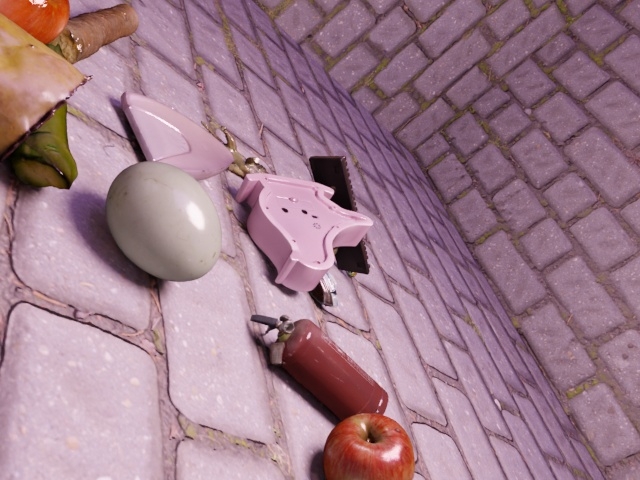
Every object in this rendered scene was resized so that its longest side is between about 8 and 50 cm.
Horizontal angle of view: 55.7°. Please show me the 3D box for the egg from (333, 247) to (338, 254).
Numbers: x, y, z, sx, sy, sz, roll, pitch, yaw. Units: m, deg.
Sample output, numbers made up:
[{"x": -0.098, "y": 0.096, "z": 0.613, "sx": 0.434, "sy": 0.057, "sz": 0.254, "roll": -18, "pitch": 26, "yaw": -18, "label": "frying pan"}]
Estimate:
[{"x": 0.000, "y": 0.000, "z": 1.446, "sx": 0.085, "sy": 0.085, "sz": 0.110, "roll": 40, "pitch": 18, "yaw": -30, "label": "egg"}]

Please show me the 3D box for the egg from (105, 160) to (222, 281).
[{"x": -0.227, "y": -0.026, "z": 0.890, "sx": 0.192, "sy": 0.149, "sz": 0.149, "roll": 56, "pitch": 19, "yaw": -4, "label": "egg"}]

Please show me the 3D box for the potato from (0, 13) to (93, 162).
[{"x": -0.430, "y": -0.186, "z": 0.640, "sx": 0.266, "sy": 0.229, "sz": 0.229, "roll": 45, "pitch": 20, "yaw": -29, "label": "potato"}]

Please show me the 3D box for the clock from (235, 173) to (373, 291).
[{"x": -0.012, "y": -0.016, "z": 1.311, "sx": 0.290, "sy": 0.080, "sz": 0.275, "roll": 3, "pitch": 45, "yaw": -35, "label": "clock"}]

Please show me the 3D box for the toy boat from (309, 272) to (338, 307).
[{"x": 0.000, "y": 0.087, "z": 1.325, "sx": 0.066, "sy": 0.059, "sz": 0.140, "roll": -11, "pitch": 64, "yaw": -48, "label": "toy boat"}]

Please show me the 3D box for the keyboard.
[{"x": 0.054, "y": -0.058, "z": 1.448, "sx": 0.027, "sy": 0.106, "sz": 0.317, "roll": -44, "pitch": 131, "yaw": -42, "label": "keyboard"}]

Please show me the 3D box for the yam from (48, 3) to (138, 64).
[{"x": -0.448, "y": -0.423, "z": 1.218, "sx": 0.081, "sy": 0.081, "sz": 0.356, "roll": 45, "pitch": 22, "yaw": -17, "label": "yam"}]

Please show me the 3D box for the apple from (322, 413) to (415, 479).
[{"x": 0.074, "y": 0.340, "z": 0.929, "sx": 0.146, "sy": 0.146, "sz": 0.130, "roll": -84, "pitch": 176, "yaw": -64, "label": "apple"}]

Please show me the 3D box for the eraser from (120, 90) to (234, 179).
[{"x": -0.269, "y": -0.181, "z": 1.206, "sx": 0.243, "sy": 0.059, "sz": 0.204, "roll": 12, "pitch": 43, "yaw": -56, "label": "eraser"}]

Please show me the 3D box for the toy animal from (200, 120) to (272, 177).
[{"x": -0.196, "y": -0.195, "z": 1.394, "sx": 0.220, "sy": 0.069, "sz": 0.086, "roll": 46, "pitch": -2, "yaw": -28, "label": "toy animal"}]

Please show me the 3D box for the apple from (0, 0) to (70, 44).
[{"x": -0.493, "y": -0.385, "z": 0.969, "sx": 0.163, "sy": 0.139, "sz": 0.163, "roll": 44, "pitch": 8, "yaw": -8, "label": "apple"}]

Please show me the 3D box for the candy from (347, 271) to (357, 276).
[{"x": 0.062, "y": 0.063, "z": 1.575, "sx": 0.083, "sy": 0.025, "sz": 0.023, "roll": 44, "pitch": -24, "yaw": 4, "label": "candy"}]

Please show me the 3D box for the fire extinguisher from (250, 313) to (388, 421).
[{"x": -0.006, "y": 0.216, "z": 1.047, "sx": 0.269, "sy": 0.105, "sz": 0.104, "roll": 45, "pitch": 20, "yaw": -18, "label": "fire extinguisher"}]

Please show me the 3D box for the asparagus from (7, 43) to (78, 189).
[{"x": -0.405, "y": -0.188, "z": 0.887, "sx": 0.082, "sy": 0.085, "sz": 0.343, "roll": 35, "pitch": 23, "yaw": -47, "label": "asparagus"}]
